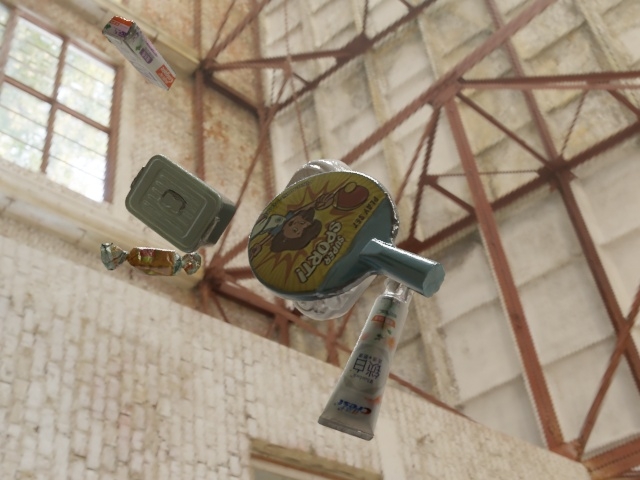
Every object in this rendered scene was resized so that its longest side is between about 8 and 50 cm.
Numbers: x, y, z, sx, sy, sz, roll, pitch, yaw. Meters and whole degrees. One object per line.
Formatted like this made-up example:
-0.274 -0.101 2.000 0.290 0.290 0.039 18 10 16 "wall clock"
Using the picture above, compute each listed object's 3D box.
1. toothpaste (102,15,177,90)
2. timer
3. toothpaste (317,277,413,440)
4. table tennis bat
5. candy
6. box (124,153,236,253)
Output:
-0.308 -0.320 1.394 0.047 0.196 0.040 25 -98 17 "toothpaste"
0.000 0.000 1.422 0.237 0.087 0.262 61 -42 27 "timer"
0.096 0.208 1.471 0.066 0.100 0.323 92 18 -53 "toothpaste"
0.029 0.002 1.094 0.329 0.044 0.215 23 -112 44 "table tennis bat"
-0.308 0.039 1.466 0.046 0.182 0.053 104 -8 -56 "candy"
-0.166 -0.042 0.990 0.122 0.069 0.084 35 -83 16 "box"
